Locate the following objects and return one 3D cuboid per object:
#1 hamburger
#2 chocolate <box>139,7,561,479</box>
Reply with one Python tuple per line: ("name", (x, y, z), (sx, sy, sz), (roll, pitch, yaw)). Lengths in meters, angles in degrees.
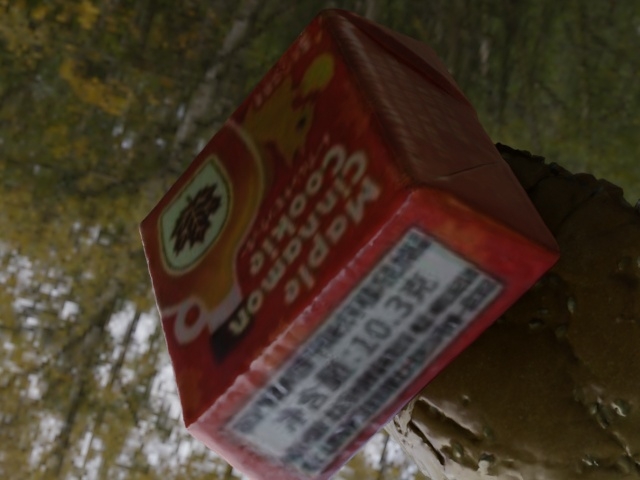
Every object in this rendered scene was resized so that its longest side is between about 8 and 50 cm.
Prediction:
("hamburger", (0.128, 0.063, 0.854), (0.309, 0.211, 0.132), (38, 179, 41))
("chocolate", (0.000, 0.000, 0.820), (0.108, 0.237, 0.234), (30, -155, -35))
